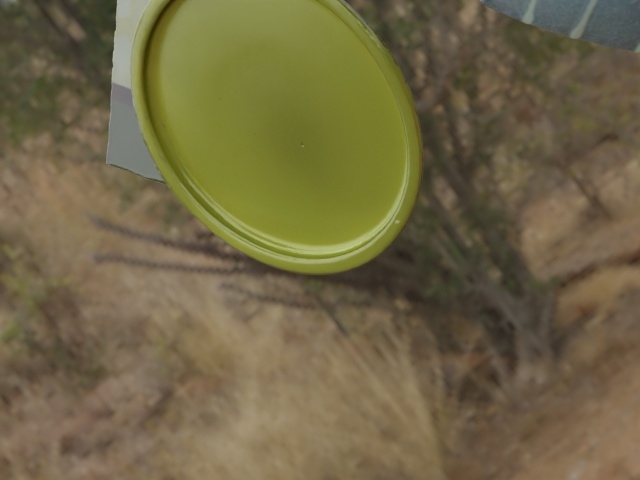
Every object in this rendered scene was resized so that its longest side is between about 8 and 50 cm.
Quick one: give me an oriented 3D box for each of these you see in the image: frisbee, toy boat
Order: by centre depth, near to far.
[{"bbox_3d":[0.143,-0.119,0.828,0.034,0.122,0.096,-107,33,-53],"label":"toy boat"},{"bbox_3d":[-0.032,-0.082,1.148,0.236,0.236,0.017,-28,9,43],"label":"frisbee"}]

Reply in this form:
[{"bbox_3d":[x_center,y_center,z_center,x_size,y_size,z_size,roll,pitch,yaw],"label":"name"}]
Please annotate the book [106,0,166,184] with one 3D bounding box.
[{"bbox_3d":[-0.118,-0.187,1.613,0.201,0.289,0.026,20,21,33],"label":"book"}]
